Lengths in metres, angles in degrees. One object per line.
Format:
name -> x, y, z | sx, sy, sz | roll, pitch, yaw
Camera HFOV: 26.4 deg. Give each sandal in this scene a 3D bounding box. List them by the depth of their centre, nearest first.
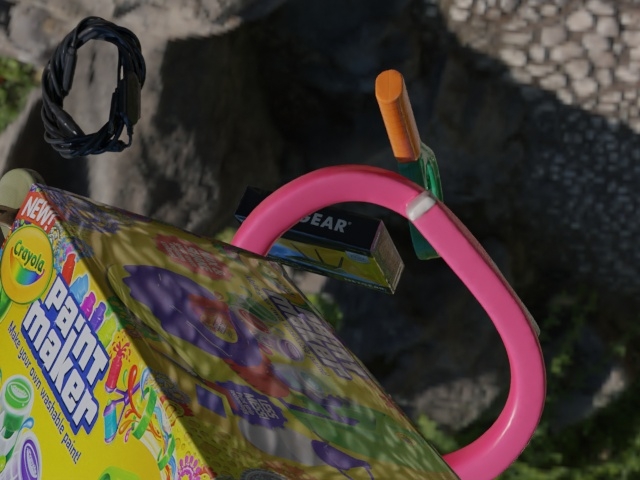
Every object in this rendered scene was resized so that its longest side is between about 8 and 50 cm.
sandal -> -0.401, 0.001, 1.740 | 0.086, 0.303, 0.120 | 12, 120, -21

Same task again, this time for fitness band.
fitness band -> 0.051, 0.078, 1.077 | 0.209, 0.054, 0.291 | -38, 103, 7

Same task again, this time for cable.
cable -> -0.294, -0.196, 1.748 | 0.150, 0.184, 0.047 | -8, 169, 28

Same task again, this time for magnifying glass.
magnifying glass -> 0.077, -0.061, 1.112 | 0.026, 0.092, 0.231 | -5, 151, 13

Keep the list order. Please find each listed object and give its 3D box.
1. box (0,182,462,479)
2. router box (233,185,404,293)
box -> -0.094, 0.170, 0.714 | 0.177, 0.279, 0.290 | 19, -164, -34
router box -> 0.000, 0.000, 1.630 | 0.179, 0.046, 0.133 | 14, 160, 22
